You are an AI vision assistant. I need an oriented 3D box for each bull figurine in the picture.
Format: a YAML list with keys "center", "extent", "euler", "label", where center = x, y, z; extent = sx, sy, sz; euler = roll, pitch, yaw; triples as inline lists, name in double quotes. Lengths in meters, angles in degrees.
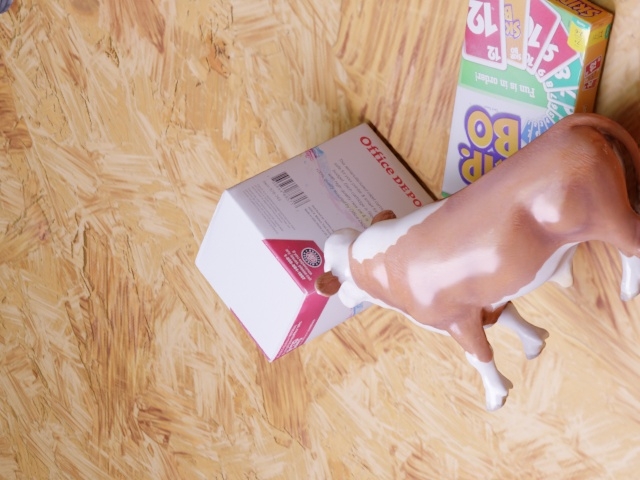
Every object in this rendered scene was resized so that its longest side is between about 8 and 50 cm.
- center: [0.142, 0.019, 1.314]
  extent: [0.310, 0.101, 0.188]
  euler: [-33, 105, 35]
  label: "bull figurine"

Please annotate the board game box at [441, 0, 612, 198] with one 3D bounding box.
- center: [0.165, -0.097, 1.346]
  extent: [0.124, 0.039, 0.259]
  euler: [37, 140, 34]
  label: "board game box"

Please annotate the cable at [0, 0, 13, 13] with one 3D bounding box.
- center: [-0.470, -0.337, 2.030]
  extent: [0.287, 0.072, 0.139]
  euler: [2, 97, 39]
  label: "cable"

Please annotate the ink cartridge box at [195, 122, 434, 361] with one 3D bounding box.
- center: [0.000, 0.000, 1.501]
  extent: [0.128, 0.176, 0.127]
  euler: [51, 147, 18]
  label: "ink cartridge box"
